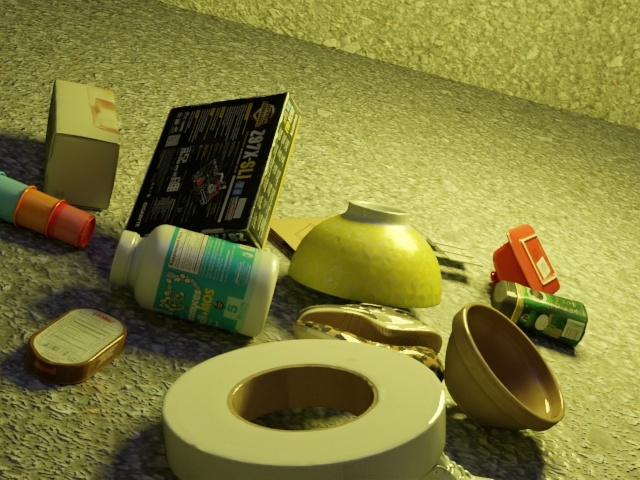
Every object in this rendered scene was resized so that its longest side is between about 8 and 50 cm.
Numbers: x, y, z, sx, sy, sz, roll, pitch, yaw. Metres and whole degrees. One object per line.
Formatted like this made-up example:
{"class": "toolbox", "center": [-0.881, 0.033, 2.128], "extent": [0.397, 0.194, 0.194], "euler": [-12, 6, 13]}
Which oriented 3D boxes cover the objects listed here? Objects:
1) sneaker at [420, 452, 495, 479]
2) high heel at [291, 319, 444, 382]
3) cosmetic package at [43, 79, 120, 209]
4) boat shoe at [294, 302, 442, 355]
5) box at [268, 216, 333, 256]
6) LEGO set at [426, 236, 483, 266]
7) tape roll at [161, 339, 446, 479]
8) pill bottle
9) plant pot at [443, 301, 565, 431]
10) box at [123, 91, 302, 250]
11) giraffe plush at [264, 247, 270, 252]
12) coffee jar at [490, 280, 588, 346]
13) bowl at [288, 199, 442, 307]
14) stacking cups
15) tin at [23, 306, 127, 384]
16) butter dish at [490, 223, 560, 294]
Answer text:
{"class": "sneaker", "center": [0.165, 0.334, 1.481], "extent": [0.232, 0.115, 0.090], "euler": [8, 26, -20]}
{"class": "high heel", "center": [0.081, 0.182, 1.764], "extent": [0.261, 0.093, 0.186], "euler": [36, 32, 1]}
{"class": "cosmetic package", "center": [-0.479, -0.195, 2.143], "extent": [0.129, 0.153, 0.296], "euler": [8, 27, -17]}
{"class": "boat shoe", "center": [0.073, 0.156, 1.832], "extent": [0.285, 0.103, 0.092], "euler": [8, 20, -28]}
{"class": "box", "center": [0.000, 0.000, 2.204], "extent": [0.201, 0.021, 0.164], "euler": [-3, 31, -39]}
{"class": "LEGO set", "center": [0.205, 0.023, 2.291], "extent": [0.244, 0.060, 0.182], "euler": [13, 12, -14]}
{"class": "tape roll", "center": [-0.021, 0.241, 1.470], "extent": [0.392, 0.072, 0.392], "euler": [-2, 17, 1]}
{"class": "pill bottle", "center": [-0.210, 0.060, 1.780], "extent": [0.264, 0.146, 0.146], "euler": [15, 24, -4]}
{"class": "plant pot", "center": [0.280, 0.226, 1.752], "extent": [0.237, 0.110, 0.237], "euler": [37, 26, -21]}
{"class": "box", "center": [-0.192, -0.116, 1.942], "extent": [0.257, 0.079, 0.322], "euler": [-3, 53, 23]}
{"class": "giraffe plush", "center": [-0.172, -0.064, 2.041], "extent": [0.210, 0.170, 0.181], "euler": [3, 28, -29]}
{"class": "coffee jar", "center": [0.426, 0.142, 2.113], "extent": [0.184, 0.079, 0.096], "euler": [17, 26, -3]}
{"class": "bowl", "center": [0.095, 0.013, 1.986], "extent": [0.289, 0.156, 0.289], "euler": [11, 8, -2]}
{"class": "stacking cups", "center": [-0.553, -0.078, 1.904], "extent": [0.316, 0.096, 0.096], "euler": [19, 24, 6]}
{"class": "tin", "center": [-0.364, 0.155, 1.611], "extent": [0.106, 0.040, 0.189], "euler": [27, 25, 10]}
{"class": "butter dish", "center": [0.410, 0.061, 2.245], "extent": [0.160, 0.118, 0.160], "euler": [-17, 80, -61]}
